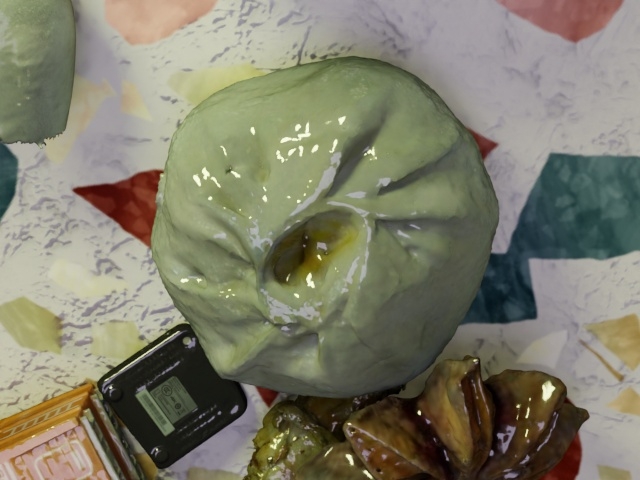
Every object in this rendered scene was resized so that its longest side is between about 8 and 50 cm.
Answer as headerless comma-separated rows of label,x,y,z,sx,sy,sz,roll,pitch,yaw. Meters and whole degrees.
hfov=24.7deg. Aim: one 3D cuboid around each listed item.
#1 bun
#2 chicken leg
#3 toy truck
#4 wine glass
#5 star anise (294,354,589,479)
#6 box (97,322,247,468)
bun,0.004,0.005,1.391,0.354,0.194,0.354,1,112,2
chicken leg,0.002,0.192,1.528,0.103,0.088,0.227,40,104,0
toy truck,-0.238,0.355,1.529,0.207,0.173,0.387,-25,100,3
wine glass,-0.284,-0.248,1.319,0.143,0.143,0.321,2,112,-1
star anise,0.128,0.219,1.475,0.315,0.108,0.315,-18,150,-11
box,-0.153,0.162,1.532,0.125,0.027,0.126,-35,110,-3
